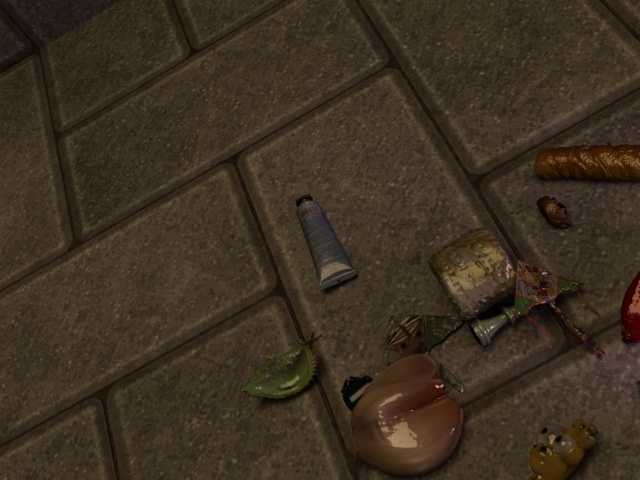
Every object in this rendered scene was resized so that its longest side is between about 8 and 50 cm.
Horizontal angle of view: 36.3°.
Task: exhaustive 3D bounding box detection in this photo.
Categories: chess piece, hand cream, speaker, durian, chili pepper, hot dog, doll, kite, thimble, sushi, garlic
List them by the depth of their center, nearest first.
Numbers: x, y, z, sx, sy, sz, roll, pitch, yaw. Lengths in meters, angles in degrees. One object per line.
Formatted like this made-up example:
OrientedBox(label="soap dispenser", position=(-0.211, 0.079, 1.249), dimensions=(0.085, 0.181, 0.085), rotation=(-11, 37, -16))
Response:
OrientedBox(label="doll", position=(0.379, 0.424, 1.721), dimensions=(0.291, 0.086, 0.117), rotation=(-46, 18, -11))
OrientedBox(label="chili pepper", position=(0.684, 0.037, 1.841), dimensions=(0.387, 0.110, 0.110), rotation=(-48, 48, -5))
OrientedBox(label="garlic", position=(0.157, 0.345, 1.880), dimensions=(0.228, 0.110, 0.217), rotation=(-33, 61, 2))
OrientedBox(label="kite", position=(0.454, 0.131, 1.881), dimensions=(0.198, 0.006, 0.244), rotation=(-25, 66, -29))
OrientedBox(label="chess piece", position=(0.371, 0.152, 1.956), dimensions=(0.149, 0.059, 0.059), rotation=(-31, 47, -1))
OrientedBox(label="thimble", position=(0.314, 0.071, 1.985), dimensions=(0.143, 0.137, 0.190), rotation=(-29, 34, 4))
OrientedBox(label="speaker", position=(0.083, 0.313, 2.000), dimensions=(0.075, 0.060, 0.094), rotation=(-38, 12, -3))
OrientedBox(label="kite", position=(0.212, 0.235, 2.009), dimensions=(0.229, 0.012, 0.250), rotation=(-43, 47, -2))
OrientedBox(label="sushi", position=(0.492, -0.065, 2.060), dimensions=(0.047, 0.050, 0.099), rotation=(-28, 57, -1))
OrientedBox(label="durian", position=(-0.065, 0.272, 2.072), dimensions=(0.215, 0.100, 0.086), rotation=(-37, 49, 8))
OrientedBox(label="hot dog", position=(0.592, -0.163, 2.073), dimensions=(0.285, 0.061, 0.088), rotation=(-2, 66, 29))
OrientedBox(label="hand cream", position=(0.000, 0.000, 2.280), dimensions=(0.091, 0.058, 0.271), rotation=(-22, 51, -3))

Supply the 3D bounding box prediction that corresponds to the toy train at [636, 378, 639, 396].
OrientedBox(label="toy train", position=(0.635, 0.309, 1.575), dimensions=(0.202, 0.120, 0.301), rotation=(-43, 26, 33))
